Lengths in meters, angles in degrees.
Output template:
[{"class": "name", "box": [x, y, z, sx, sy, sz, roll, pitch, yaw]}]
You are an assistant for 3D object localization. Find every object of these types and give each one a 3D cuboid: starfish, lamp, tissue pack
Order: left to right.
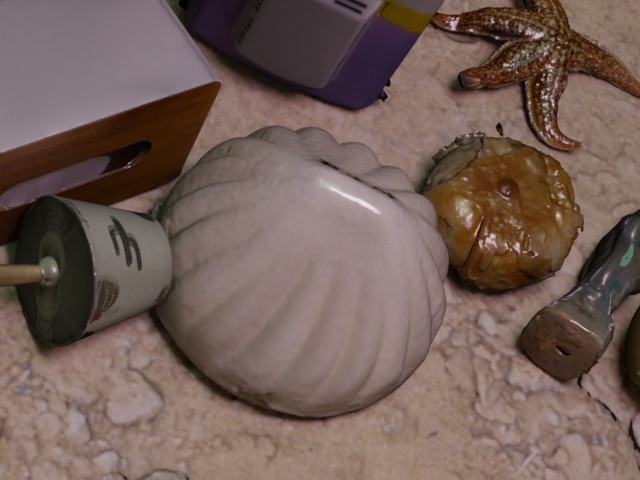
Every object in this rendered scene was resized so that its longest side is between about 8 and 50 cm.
[{"class": "lamp", "box": [-0.223, 0.024, 1.507, 0.214, 0.121, 0.121, -3, 61, -39]}, {"class": "tissue pack", "box": [-0.230, -0.105, 1.564, 0.246, 0.159, 0.136, -22, 69, -30]}, {"class": "starfish", "box": [0.216, -0.186, 1.859, 0.238, 0.057, 0.213, 8, 65, -16]}]

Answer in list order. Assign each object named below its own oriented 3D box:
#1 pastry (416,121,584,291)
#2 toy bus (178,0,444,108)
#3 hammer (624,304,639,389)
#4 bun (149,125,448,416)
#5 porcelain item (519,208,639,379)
[{"class": "pastry", "box": [0.158, -0.025, 1.722, 0.153, 0.081, 0.153, 13, 61, -25]}, {"class": "toy bus", "box": [0.043, -0.302, 1.635, 0.209, 0.440, 0.249, 25, 62, -7]}, {"class": "hammer", "box": [0.345, 0.192, 1.657, 0.202, 0.113, 0.305, 19, 60, -7]}, {"class": "bun", "box": [0.000, 0.000, 1.586, 0.263, 0.175, 0.263, 11, 57, -18]}, {"class": "porcelain item", "box": [0.259, 0.030, 1.731, 0.069, 0.081, 0.216, 36, 52, 5]}]
